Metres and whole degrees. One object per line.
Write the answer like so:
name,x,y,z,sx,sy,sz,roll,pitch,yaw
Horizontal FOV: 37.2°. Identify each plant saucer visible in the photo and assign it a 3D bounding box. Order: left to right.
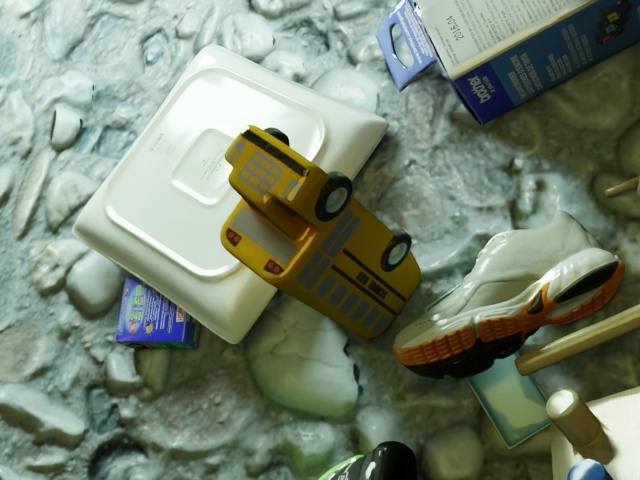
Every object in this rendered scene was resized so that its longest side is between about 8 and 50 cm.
plant saucer,0.191,0.138,1.075,0.067,0.018,0.192,-35,62,11

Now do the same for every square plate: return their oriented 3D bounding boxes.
square plate,-0.138,-0.087,1.265,0.344,0.049,0.347,29,80,31

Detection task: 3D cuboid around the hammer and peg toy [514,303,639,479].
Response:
hammer and peg toy,0.333,0.194,0.894,0.266,0.127,0.361,-25,34,27

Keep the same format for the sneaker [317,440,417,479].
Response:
sneaker,0.156,0.388,0.914,0.202,0.185,0.483,-50,61,8

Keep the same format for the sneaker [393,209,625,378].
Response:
sneaker,0.193,0.057,1.053,0.262,0.099,0.121,-24,50,-4

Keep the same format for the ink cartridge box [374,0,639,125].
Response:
ink cartridge box,0.239,-0.327,1.130,0.395,0.151,0.270,-26,64,14

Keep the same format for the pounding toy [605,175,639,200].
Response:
pounding toy,0.386,-0.068,0.998,0.130,0.141,0.100,-24,63,1

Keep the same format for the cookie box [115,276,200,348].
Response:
cookie box,-0.212,0.097,1.268,0.107,0.040,0.092,-2,71,25

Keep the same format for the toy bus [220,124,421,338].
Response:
toy bus,0.000,0.000,1.030,0.108,0.332,0.130,37,90,30
